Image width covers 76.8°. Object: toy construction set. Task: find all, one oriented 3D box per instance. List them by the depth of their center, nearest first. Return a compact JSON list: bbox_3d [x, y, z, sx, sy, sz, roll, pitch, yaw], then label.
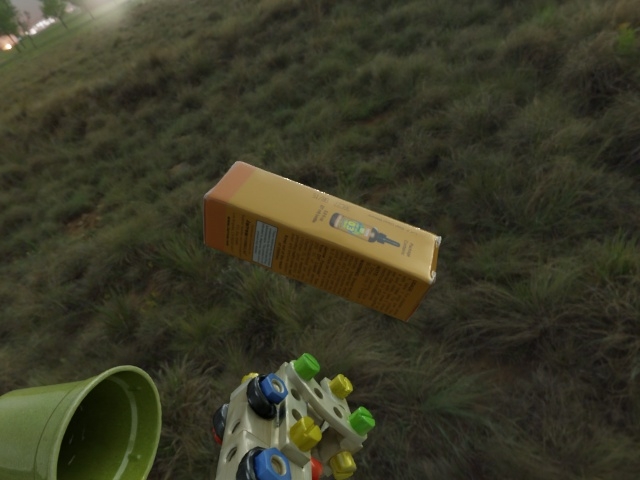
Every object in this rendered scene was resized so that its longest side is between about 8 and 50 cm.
[{"bbox_3d":[-0.006,0.244,0.422,0.151,0.215,0.328,-48,17,-4],"label":"toy construction set"}]

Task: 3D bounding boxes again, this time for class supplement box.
[{"bbox_3d":[0.000,0.000,0.424,0.234,0.080,0.078,20,43,6],"label":"supplement box"}]

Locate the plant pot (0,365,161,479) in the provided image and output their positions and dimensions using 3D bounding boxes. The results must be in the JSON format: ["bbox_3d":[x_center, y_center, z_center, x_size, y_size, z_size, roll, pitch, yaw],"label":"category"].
[{"bbox_3d":[-0.504,0.384,0.785,0.254,0.275,0.275,-3,43,14],"label":"plant pot"}]
